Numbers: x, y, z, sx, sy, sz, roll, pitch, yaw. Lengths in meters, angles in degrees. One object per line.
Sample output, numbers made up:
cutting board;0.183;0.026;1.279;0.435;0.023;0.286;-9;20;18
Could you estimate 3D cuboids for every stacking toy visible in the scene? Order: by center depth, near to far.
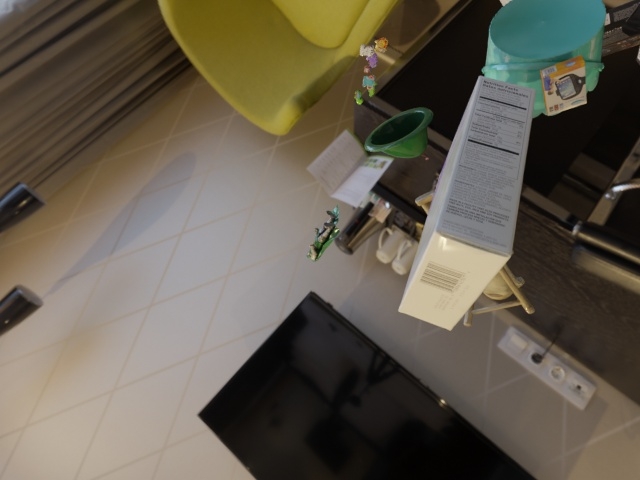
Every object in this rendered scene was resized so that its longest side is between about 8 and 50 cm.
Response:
stacking toy;0.193;-0.640;1.535;0.052;0.167;0.221;20;127;19

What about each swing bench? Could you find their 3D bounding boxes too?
swing bench;0.362;0.030;0.963;0.165;0.255;0.253;-21;139;30

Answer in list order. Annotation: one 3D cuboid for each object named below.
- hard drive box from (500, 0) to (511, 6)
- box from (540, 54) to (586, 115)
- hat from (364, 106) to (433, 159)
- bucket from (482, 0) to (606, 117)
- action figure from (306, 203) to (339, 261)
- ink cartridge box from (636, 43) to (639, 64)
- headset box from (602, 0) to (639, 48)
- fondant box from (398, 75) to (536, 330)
hard drive box;0.575;-0.781;1.211;0.232;0.089;0.181;52;-153;-11
box;0.547;-0.338;0.910;0.081;0.028;0.136;-15;141;27
hat;0.238;-0.218;1.035;0.173;0.208;0.183;22;150;55
bucket;0.548;-0.466;1.006;0.281;0.281;0.183;32;171;33
action figure;0.000;0.000;1.309;0.063;0.137;0.232;19;142;-7
ink cartridge box;0.918;-0.577;1.100;0.045;0.208;0.206;-1;133;20
headset box;0.987;-0.699;1.363;0.218;0.293;0.110;-5;102;46
fondant box;0.230;-0.057;0.643;0.096;0.330;0.238;20;148;11
